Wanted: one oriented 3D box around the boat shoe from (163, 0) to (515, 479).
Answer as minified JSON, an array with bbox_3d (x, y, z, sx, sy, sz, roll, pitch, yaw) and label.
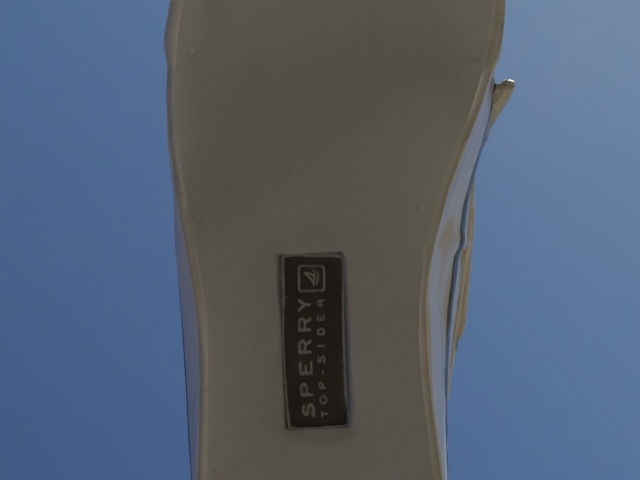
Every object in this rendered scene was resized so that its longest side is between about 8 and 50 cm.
[{"bbox_3d":[0.009,0.002,0.791,0.136,0.156,0.367,-1,-94,-1],"label":"boat shoe"}]
